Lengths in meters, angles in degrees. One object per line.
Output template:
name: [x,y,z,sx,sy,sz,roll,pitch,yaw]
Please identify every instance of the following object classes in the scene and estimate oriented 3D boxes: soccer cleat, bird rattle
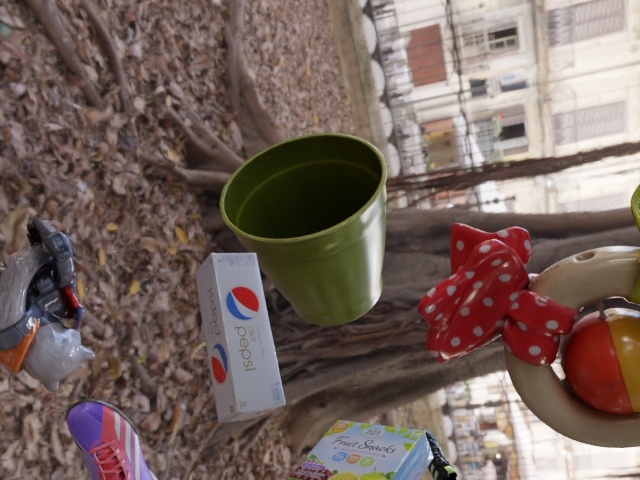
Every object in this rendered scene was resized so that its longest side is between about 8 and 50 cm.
soccer cleat: [-0.385,0.442,1.170,0.116,0.109,0.318,-116,-174,-68]
bird rattle: [0.210,0.069,0.464,0.143,0.254,0.207,-70,139,-76]
soccer cleat: [0.267,0.504,1.373,0.072,0.060,0.179,-57,-137,48]

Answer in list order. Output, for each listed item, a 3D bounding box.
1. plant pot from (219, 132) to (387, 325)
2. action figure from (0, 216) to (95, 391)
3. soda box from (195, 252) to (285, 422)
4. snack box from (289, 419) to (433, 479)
plant pot: [0.000,0.000,1.431,0.366,0.367,0.353,-87,164,-47]
action figure: [-0.430,0.067,0.782,0.178,0.330,0.341,-47,174,-34]
soda box: [-0.111,0.128,0.830,0.074,0.069,0.216,-40,-123,50]
snack box: [0.076,0.420,1.144,0.174,0.207,0.070,-36,114,-46]
